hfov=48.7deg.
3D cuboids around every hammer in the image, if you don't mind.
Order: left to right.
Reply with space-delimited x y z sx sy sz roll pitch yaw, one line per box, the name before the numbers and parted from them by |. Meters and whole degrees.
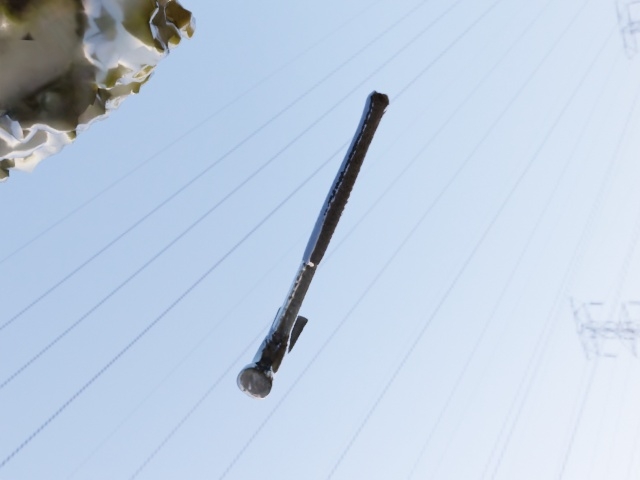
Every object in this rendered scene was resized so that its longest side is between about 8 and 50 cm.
hammer | 0.000 0.000 0.552 0.103 0.029 0.246 -51 -16 -75

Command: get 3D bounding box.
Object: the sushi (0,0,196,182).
sushi | -0.266 -0.210 0.364 0.351 0.240 0.396 -32 -48 -7
